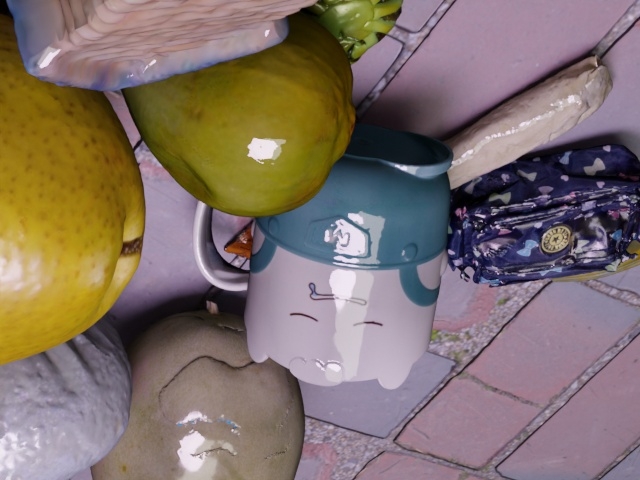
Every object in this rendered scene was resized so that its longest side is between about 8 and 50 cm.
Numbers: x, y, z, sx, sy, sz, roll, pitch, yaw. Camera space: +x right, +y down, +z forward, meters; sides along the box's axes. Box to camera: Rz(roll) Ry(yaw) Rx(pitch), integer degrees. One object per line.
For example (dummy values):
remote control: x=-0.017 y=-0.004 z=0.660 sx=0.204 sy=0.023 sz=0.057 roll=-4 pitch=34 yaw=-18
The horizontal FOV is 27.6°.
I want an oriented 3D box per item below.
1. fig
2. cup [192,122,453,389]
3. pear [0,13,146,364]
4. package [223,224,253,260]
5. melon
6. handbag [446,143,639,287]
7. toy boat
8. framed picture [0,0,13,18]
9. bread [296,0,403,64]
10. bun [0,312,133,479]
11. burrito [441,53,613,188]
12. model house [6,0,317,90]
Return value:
fig: x=-0.080 y=-0.124 z=1.286 sx=0.230 sy=0.207 sz=0.207 roll=-6 pitch=137 yaw=17
cup: x=0.000 y=0.000 z=1.466 sx=0.289 sy=0.219 sz=0.258 roll=11 pitch=114 yaw=8
pear: x=-0.368 y=-0.050 z=1.220 sx=0.418 sy=0.362 sz=0.362 roll=22 pitch=132 yaw=10
package: x=-0.057 y=0.000 z=1.582 sx=0.077 sy=0.033 sz=0.110 roll=18 pitch=132 yaw=-40
melon: x=-0.153 y=0.234 z=1.621 sx=0.268 sy=0.268 sz=0.330 roll=2 pitch=110 yaw=-17
handbag: x=0.277 y=-0.021 z=1.596 sx=0.260 sy=0.113 sz=0.162 roll=-9 pitch=140 yaw=-1
toy boat: x=0.380 y=0.014 z=1.693 sx=0.172 sy=0.065 sz=0.066 roll=-17 pitch=157 yaw=3
framed picture: x=-0.306 y=-0.326 z=1.215 sx=0.192 sy=0.018 sz=0.265 roll=-22 pitch=134 yaw=7
bread: x=0.020 y=-0.239 z=1.349 sx=0.139 sy=0.071 sz=0.130 roll=-21 pitch=130 yaw=6
bun: x=-0.388 y=0.149 z=1.440 sx=0.362 sy=0.362 sz=0.211 roll=-3 pitch=112 yaw=-12
burrito: x=0.214 y=-0.126 z=1.515 sx=0.275 sy=0.059 sz=0.082 roll=-27 pitch=145 yaw=12
model house: x=-0.064 y=-0.349 z=1.037 sx=0.445 sy=0.395 sz=0.400 roll=-16 pitch=178 yaw=-29
